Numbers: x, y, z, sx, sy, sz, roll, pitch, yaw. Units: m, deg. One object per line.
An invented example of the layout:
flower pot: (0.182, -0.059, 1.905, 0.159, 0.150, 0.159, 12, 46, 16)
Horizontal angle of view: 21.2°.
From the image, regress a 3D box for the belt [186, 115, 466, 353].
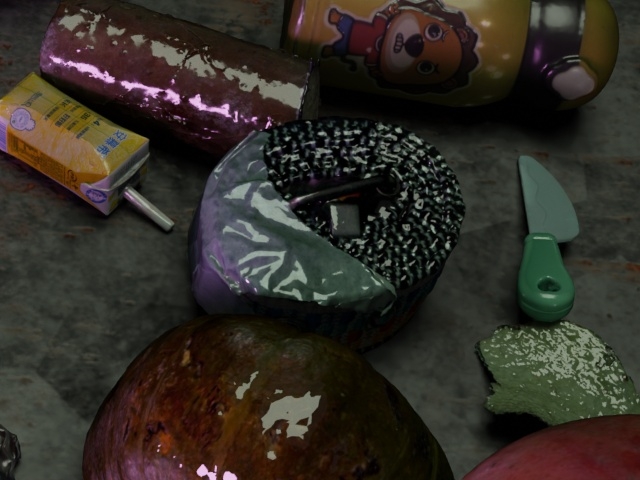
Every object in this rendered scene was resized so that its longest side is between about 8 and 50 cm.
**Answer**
belt: (0.000, 0.000, 1.571, 0.257, 0.150, 0.207, -15, 63, -23)

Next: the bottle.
bottle: (0.139, -0.225, 1.788, 0.351, 0.171, 0.171, 8, 47, -4)

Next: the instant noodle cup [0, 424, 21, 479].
instant noodle cup: (-0.352, 0.179, 1.301, 0.258, 0.182, 0.302, 23, 47, 11)

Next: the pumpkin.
pumpkin: (-0.022, 0.163, 1.365, 0.325, 0.232, 0.242, 28, 46, 9)

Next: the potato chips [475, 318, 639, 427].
potato chips: (0.228, 0.155, 1.532, 0.167, 0.059, 0.228, 18, 31, -12)

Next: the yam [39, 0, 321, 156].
yam: (-0.131, -0.159, 1.703, 0.279, 0.131, 0.131, 19, 47, 6)

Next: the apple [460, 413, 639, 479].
apple: (0.202, 0.295, 1.237, 0.344, 0.269, 0.345, 1, 89, -30)

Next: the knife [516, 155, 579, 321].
knife: (0.225, -0.011, 1.689, 0.063, 0.035, 0.260, 5, 37, 3)

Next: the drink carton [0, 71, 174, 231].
drink carton: (-0.221, -0.080, 1.644, 0.200, 0.074, 0.084, 30, 49, 16)
